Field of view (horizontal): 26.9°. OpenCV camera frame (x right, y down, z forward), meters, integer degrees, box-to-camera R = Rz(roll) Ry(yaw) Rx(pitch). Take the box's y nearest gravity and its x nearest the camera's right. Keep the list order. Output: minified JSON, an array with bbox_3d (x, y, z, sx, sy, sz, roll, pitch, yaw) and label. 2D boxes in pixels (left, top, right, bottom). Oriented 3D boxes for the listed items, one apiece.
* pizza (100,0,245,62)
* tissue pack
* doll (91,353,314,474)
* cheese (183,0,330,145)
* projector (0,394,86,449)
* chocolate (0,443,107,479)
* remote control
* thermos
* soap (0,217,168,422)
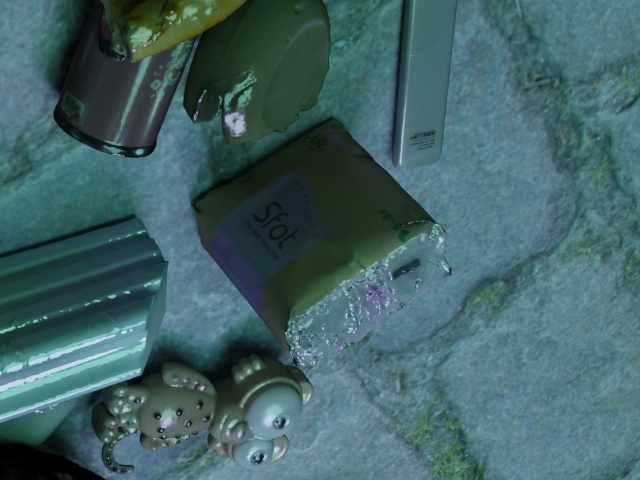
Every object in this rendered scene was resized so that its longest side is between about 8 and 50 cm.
[{"bbox_3d":[-0.131,-0.357,1.166,0.278,0.114,0.409,23,78,-6],"label":"pizza"},{"bbox_3d":[0.000,0.000,1.494,0.215,0.256,0.123,-32,131,-10],"label":"tissue pack"},{"bbox_3d":[-0.146,0.216,1.668,0.278,0.119,0.154,-2,120,-26],"label":"doll"},{"bbox_3d":[-0.066,-0.181,1.382,0.202,0.091,0.175,-46,150,-50],"label":"cheese"},{"bbox_3d":[-0.412,0.260,1.536,0.337,0.108,0.108,-48,134,8],"label":"projector"},{"bbox_3d":[-0.309,0.387,1.475,0.225,0.210,0.340,-43,134,6],"label":"chocolate"},{"bbox_3d":[0.122,-0.202,1.582,0.067,0.029,0.261,-14,127,-23],"label":"remote control"},{"bbox_3d":[-0.168,-0.250,1.298,0.136,0.109,0.330,1,122,-44],"label":"thermos"},{"bbox_3d":[-0.298,0.091,1.434,0.289,0.173,0.095,-18,132,-21],"label":"soap"}]
